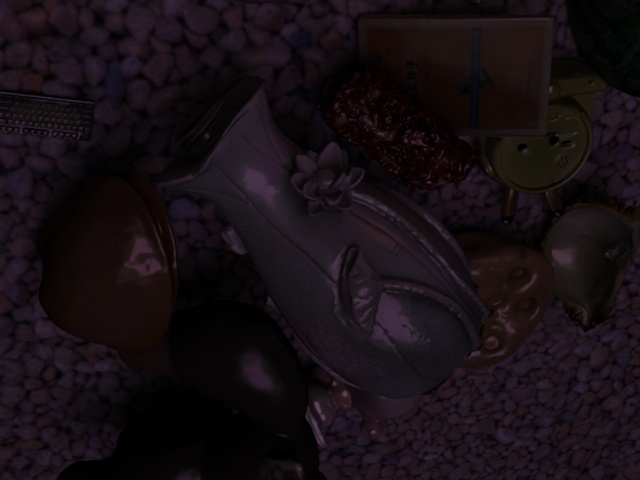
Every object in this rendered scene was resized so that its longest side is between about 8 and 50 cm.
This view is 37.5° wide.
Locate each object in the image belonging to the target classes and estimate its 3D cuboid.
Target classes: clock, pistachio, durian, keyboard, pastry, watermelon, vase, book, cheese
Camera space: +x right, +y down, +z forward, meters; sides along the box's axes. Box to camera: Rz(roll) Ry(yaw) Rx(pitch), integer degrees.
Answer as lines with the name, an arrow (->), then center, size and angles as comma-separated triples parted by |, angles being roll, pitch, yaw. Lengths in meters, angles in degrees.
clock -> 0.302, -0.132, 1.314 | 0.170, 0.069, 0.232 | -11, 125, -9
pistachio -> -0.251, 0.031, 1.169 | 0.213, 0.163, 0.260 | 49, 139, -1
durian -> 0.408, 0.026, 1.414 | 0.144, 0.139, 0.252 | 8, 122, -16
keyboard -> -0.365, -0.154, 1.142 | 0.176, 0.014, 0.055 | 4, 119, -19
pastry -> 0.096, -0.138, 1.185 | 0.208, 0.115, 0.097 | 34, 126, -18
watermelon -> 0.442, -0.309, 1.200 | 0.224, 0.180, 0.305 | 32, 124, 16
vase -> 0.000, 0.000, 1.189 | 0.250, 0.250, 0.445 | -41, 111, 13
book -> 0.170, -0.208, 1.204 | 0.242, 0.018, 0.170 | 1, 126, 9
cheese -> 0.230, 0.080, 1.412 | 0.235, 0.117, 0.218 | -36, 123, 5

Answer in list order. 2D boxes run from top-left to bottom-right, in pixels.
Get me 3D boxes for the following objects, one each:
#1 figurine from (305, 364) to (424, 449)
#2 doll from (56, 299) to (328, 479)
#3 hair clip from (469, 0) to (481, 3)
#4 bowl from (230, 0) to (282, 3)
figurine -> 0.056, 0.219, 1.454 | 0.257, 0.182, 0.144 | -23, 169, -8
doll -> -0.172, 0.256, 1.337 | 0.382, 0.252, 0.378 | -1, 98, 18
hair clip -> 0.247, -0.379, 1.141 | 0.062, 0.056, 0.214 | 38, 111, 1
bowl -> -0.061, -0.377, 0.997 | 0.287, 0.144, 0.287 | -7, 125, -11
